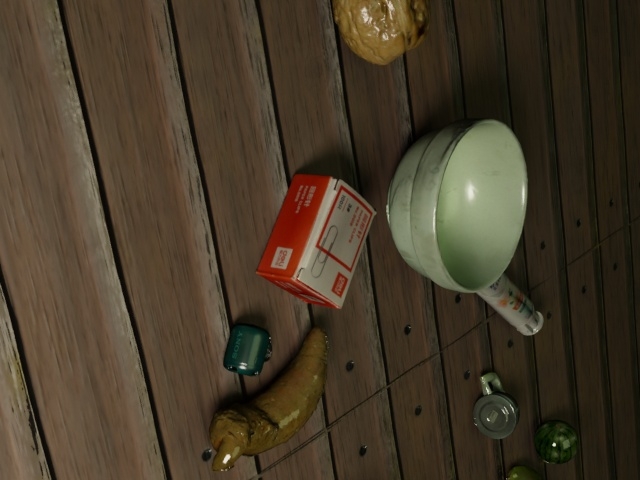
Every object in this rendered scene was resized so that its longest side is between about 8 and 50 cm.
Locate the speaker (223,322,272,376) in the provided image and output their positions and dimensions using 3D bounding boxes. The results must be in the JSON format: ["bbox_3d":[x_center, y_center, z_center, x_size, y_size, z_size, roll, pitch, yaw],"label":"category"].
[{"bbox_3d":[-0.109,0.166,1.436,0.094,0.060,0.075,64,40,-78],"label":"speaker"}]

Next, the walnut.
[{"bbox_3d":[0.094,-0.378,1.514,0.155,0.155,0.184,-47,132,-33],"label":"walnut"}]

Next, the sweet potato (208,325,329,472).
[{"bbox_3d":[-0.076,0.259,1.440,0.310,0.098,0.124,-38,146,-44],"label":"sweet potato"}]

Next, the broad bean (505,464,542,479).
[{"bbox_3d":[0.489,0.562,2.130,0.075,0.067,0.325,-49,137,7],"label":"broad bean"}]

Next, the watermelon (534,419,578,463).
[{"bbox_3d":[0.529,0.455,2.127,0.109,0.109,0.109,-8,101,-47],"label":"watermelon"}]

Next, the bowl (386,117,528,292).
[{"bbox_3d":[0.229,-0.065,1.685,0.307,0.163,0.307,-8,101,-48],"label":"bowl"}]

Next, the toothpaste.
[{"bbox_3d":[0.348,0.090,1.915,0.323,0.066,0.100,40,65,-37],"label":"toothpaste"}]

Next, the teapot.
[{"bbox_3d":[0.369,0.335,1.947,0.091,0.092,0.124,-15,113,-63],"label":"teapot"}]

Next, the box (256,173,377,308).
[{"bbox_3d":[0.000,0.000,1.490,0.133,0.099,0.182,38,68,-45],"label":"box"}]
